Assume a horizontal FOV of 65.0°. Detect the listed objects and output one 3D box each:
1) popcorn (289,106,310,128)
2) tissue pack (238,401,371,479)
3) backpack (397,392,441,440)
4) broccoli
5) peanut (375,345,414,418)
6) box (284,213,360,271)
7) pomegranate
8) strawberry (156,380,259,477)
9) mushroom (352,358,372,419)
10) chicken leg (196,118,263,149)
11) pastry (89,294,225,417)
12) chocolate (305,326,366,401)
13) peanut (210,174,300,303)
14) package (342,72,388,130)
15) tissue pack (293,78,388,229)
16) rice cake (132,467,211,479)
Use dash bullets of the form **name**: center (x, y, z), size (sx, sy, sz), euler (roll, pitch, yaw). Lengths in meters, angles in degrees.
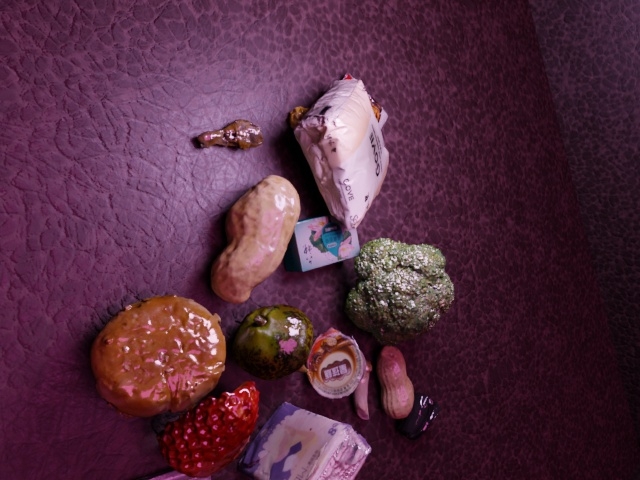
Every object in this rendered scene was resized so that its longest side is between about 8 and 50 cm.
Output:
- **popcorn**: center (-0.058, -0.379, 1.578), size (0.083, 0.057, 0.082), euler (-15, 98, -39)
- **tissue pack**: center (-0.050, 0.589, 1.358), size (0.125, 0.343, 0.242), euler (52, 61, -21)
- **backpack**: center (0.346, 0.630, 1.808), size (0.165, 0.106, 0.120), euler (-51, 140, -9)
- **broccoli**: center (0.261, 0.168, 1.631), size (0.310, 0.321, 0.413), euler (-54, 129, -45)
- **peanut**: center (0.258, 0.487, 1.745), size (0.123, 0.123, 0.257), euler (-9, 90, -37)
- **box**: center (0.000, 0.000, 1.582), size (0.244, 0.092, 0.153), euler (-15, 97, -37)
- **pomegranate**: center (-0.119, 0.286, 1.429), size (0.276, 0.221, 0.204), euler (21, 65, -68)
- **strawberry**: center (-0.247, 0.471, 1.230), size (0.265, 0.336, 0.149), euler (-11, 62, -41)
- **mushroom**: center (0.139, 0.497, 1.684), size (0.071, 0.084, 0.209), euler (-1, 96, 2)
- **chicken leg**: center (-0.258, -0.297, 1.425), size (0.197, 0.069, 0.085), euler (-15, 121, -30)
- **pastry**: center (-0.388, 0.281, 1.214), size (0.315, 0.184, 0.285), euler (-14, 75, -33)
- **chocolate**: center (0.065, 0.388, 1.586), size (0.147, 0.221, 0.221), euler (20, 74, -63)
- **peanut**: center (-0.183, -0.010, 1.398), size (0.192, 0.169, 0.387), euler (27, 73, -17)
- **package**: center (0.139, -0.448, 1.747), size (0.239, 0.030, 0.154), euler (35, 70, -32)
- **tissue pack**: center (0.084, -0.281, 1.569), size (0.376, 0.195, 0.390), euler (65, 35, -33)
- **rice cake**: center (-0.387, 0.628, 1.292), size (0.226, 0.040, 0.085), euler (-5, 90, -37)
